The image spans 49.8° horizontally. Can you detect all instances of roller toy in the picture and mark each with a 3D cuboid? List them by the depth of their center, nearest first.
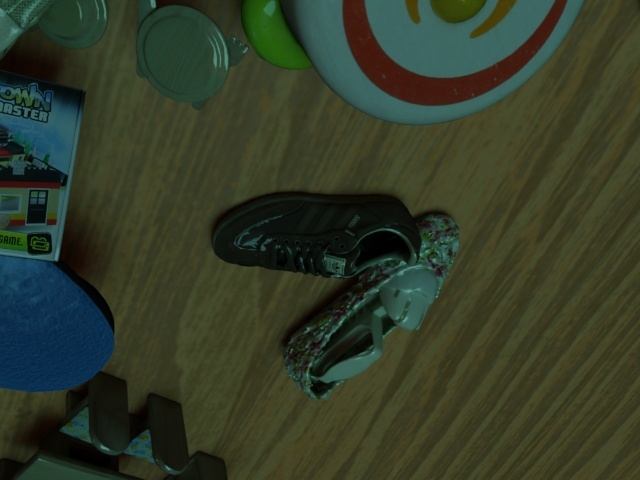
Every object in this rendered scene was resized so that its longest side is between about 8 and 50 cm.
[{"bbox_3d":[0.065,-0.181,0.435,0.191,0.146,0.209,7,125,-24],"label":"roller toy"}]

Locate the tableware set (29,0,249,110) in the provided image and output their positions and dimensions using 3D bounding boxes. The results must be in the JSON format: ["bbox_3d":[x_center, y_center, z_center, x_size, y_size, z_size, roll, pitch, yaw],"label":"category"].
[{"bbox_3d":[-0.117,-0.169,0.429,0.169,0.020,0.141,24,121,-2],"label":"tableware set"}]

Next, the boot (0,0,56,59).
[{"bbox_3d":[-0.243,-0.161,0.377,0.213,0.077,0.165,-34,119,5],"label":"boot"}]

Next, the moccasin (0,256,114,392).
[{"bbox_3d":[-0.290,-0.012,0.482,0.138,0.117,0.342,-46,124,4],"label":"moccasin"}]

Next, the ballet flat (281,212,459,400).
[{"bbox_3d":[0.059,0.078,0.696,0.091,0.077,0.241,30,114,-35],"label":"ballet flat"}]

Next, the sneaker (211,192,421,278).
[{"bbox_3d":[0.000,0.000,0.614,0.188,0.071,0.066,-9,131,-12],"label":"sneaker"}]

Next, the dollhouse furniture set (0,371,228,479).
[{"bbox_3d":[-0.210,0.295,0.728,0.212,0.161,0.242,-42,129,17],"label":"dollhouse furniture set"}]

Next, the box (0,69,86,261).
[{"bbox_3d":[-0.252,-0.057,0.397,0.207,0.036,0.114,9,89,-33],"label":"box"}]
